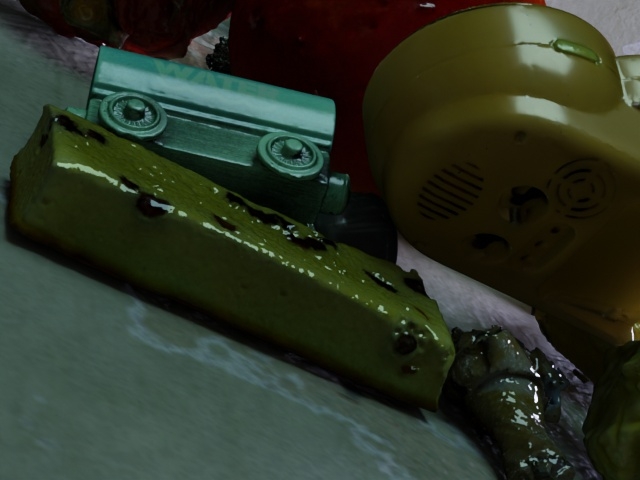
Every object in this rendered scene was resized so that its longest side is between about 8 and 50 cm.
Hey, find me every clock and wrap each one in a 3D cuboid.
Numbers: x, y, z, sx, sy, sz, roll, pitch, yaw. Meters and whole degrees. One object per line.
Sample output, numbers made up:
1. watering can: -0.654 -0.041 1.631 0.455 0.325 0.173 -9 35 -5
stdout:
1. clock: 0.192 -0.067 1.432 0.317 0.244 0.200 18 44 -25

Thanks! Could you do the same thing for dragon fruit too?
1. dragon fruit: -0.202 -0.338 1.812 0.277 0.277 0.342 25 41 -20

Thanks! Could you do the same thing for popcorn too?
1. popcorn: 0.300 0.123 1.392 0.173 0.195 0.168 39 36 18

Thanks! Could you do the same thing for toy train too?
1. toy train: -0.094 -0.088 1.402 0.248 0.101 0.159 14 42 -9

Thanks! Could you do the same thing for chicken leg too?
1. chicken leg: 0.150 0.128 1.334 0.125 0.080 0.196 40 13 -11

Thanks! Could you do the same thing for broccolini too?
1. broccolini: -0.090 -0.231 2.107 0.074 0.058 0.201 37 15 -1

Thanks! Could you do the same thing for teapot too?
1. teapot: 0.002 0.008 1.478 0.091 0.124 0.092 1 70 -30

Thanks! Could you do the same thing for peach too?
1. peach: 0.061 -0.200 1.702 0.370 0.370 0.370 28 15 -8

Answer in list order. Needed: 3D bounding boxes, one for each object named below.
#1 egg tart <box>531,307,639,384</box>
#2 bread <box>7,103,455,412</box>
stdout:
1. egg tart: 0.329 0.079 1.698 0.345 0.132 0.345 30 22 -13
2. bread: -0.062 0.014 1.294 0.361 0.077 0.138 25 16 -19
